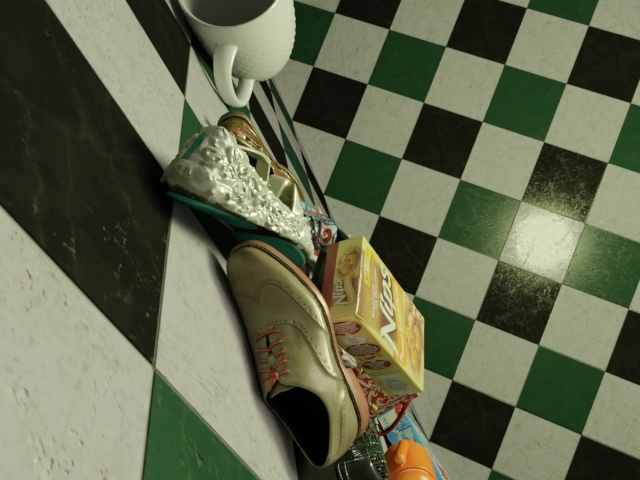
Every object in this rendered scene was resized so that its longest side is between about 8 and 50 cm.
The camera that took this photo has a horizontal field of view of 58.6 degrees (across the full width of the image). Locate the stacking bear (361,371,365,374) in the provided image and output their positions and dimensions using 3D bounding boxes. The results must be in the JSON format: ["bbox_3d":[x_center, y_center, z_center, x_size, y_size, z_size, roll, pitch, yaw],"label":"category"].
[{"bbox_3d":[0.169,0.345,1.715,0.175,0.164,0.289,103,-18,-57],"label":"stacking bear"}]

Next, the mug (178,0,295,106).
[{"bbox_3d":[-0.209,-0.540,1.520,0.328,0.275,0.375,69,29,-73],"label":"mug"}]

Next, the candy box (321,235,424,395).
[{"bbox_3d":[0.113,0.161,1.150,0.316,0.087,0.183,51,35,-40],"label":"candy box"}]

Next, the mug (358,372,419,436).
[{"bbox_3d":[0.145,0.369,1.359,0.113,0.169,0.150,-103,167,-62],"label":"mug"}]

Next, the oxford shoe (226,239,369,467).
[{"bbox_3d":[-0.045,0.159,0.832,0.348,0.123,0.130,58,25,2],"label":"oxford shoe"}]

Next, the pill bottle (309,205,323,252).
[{"bbox_3d":[0.000,0.000,1.739,0.118,0.117,0.209,-105,169,-53],"label":"pill bottle"}]

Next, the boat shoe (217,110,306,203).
[{"bbox_3d":[-0.133,-0.136,1.266,0.307,0.110,0.105,50,18,-32],"label":"boat shoe"}]

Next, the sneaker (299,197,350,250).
[{"bbox_3d":[-0.020,-0.036,1.263,0.125,0.104,0.261,22,2,36],"label":"sneaker"}]

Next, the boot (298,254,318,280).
[{"bbox_3d":[-0.057,0.077,1.222,0.258,0.095,0.124,51,28,-56],"label":"boot"}]

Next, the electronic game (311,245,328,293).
[{"bbox_3d":[-0.004,0.124,1.186,0.229,0.048,0.230,9,90,-82],"label":"electronic game"}]

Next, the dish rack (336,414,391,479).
[{"bbox_3d":[0.083,0.415,1.153,0.272,0.074,0.208,-108,173,-56],"label":"dish rack"}]

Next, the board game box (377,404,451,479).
[{"bbox_3d":[0.314,0.684,1.751,0.302,0.086,0.308,59,2,35],"label":"board game box"}]

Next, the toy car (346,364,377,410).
[{"bbox_3d":[0.102,0.323,1.282,0.122,0.060,0.040,47,-9,4],"label":"toy car"}]

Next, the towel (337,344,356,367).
[{"bbox_3d":[-0.025,0.156,0.996,0.197,0.029,0.144,36,-6,22],"label":"towel"}]

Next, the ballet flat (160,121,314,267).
[{"bbox_3d":[-0.095,-0.062,0.919,0.147,0.146,0.409,69,10,22],"label":"ballet flat"}]

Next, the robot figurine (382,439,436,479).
[{"bbox_3d":[0.215,0.576,1.381,0.219,0.128,0.158,-90,-162,-75],"label":"robot figurine"}]

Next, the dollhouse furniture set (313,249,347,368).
[{"bbox_3d":[0.041,0.132,1.439,0.201,0.152,0.374,52,15,-64],"label":"dollhouse furniture set"}]
